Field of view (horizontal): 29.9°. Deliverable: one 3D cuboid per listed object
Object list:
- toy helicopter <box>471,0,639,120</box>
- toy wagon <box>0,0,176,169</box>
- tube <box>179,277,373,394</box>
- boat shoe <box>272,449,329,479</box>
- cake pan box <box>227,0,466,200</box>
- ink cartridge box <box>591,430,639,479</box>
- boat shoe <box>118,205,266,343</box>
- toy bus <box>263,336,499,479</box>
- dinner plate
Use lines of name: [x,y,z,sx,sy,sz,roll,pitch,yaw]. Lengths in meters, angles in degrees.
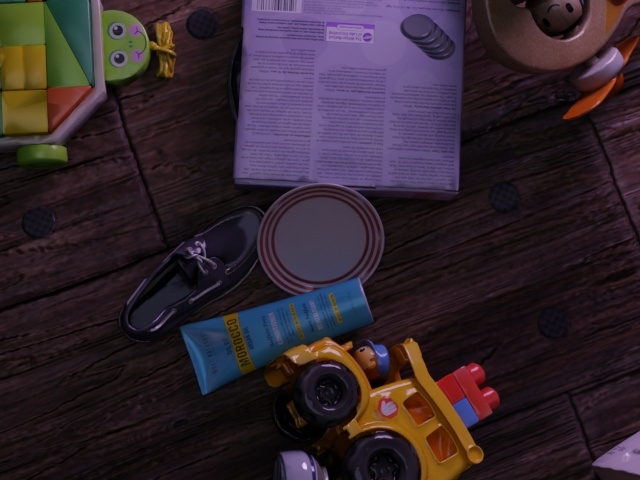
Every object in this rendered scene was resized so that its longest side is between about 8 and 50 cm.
toy helicopter: [0.328,-0.267,1.332,0.355,0.140,0.235,-15,93,-23]
toy wagon: [-0.335,-0.213,1.333,0.344,0.068,0.267,-4,84,-3]
tube: [-0.046,0.099,1.324,0.207,0.052,0.080,-20,75,1]
boat shoe: [0.005,0.350,1.240,0.094,0.109,0.302,-7,110,-7]
cake pan box: [0.028,-0.173,1.348,0.267,0.070,0.246,2,81,-3]
ink cartridge box: [0.430,0.322,1.237,0.117,0.207,0.283,-34,86,-7]
boat shoe: [-0.136,0.037,1.314,0.206,0.065,0.075,-41,87,-7]
toy bus: [0.075,0.178,1.278,0.211,0.149,0.220,-32,83,-19]
dinner plate: [0.000,0.000,1.326,0.141,0.017,0.141,-1,113,-3]
